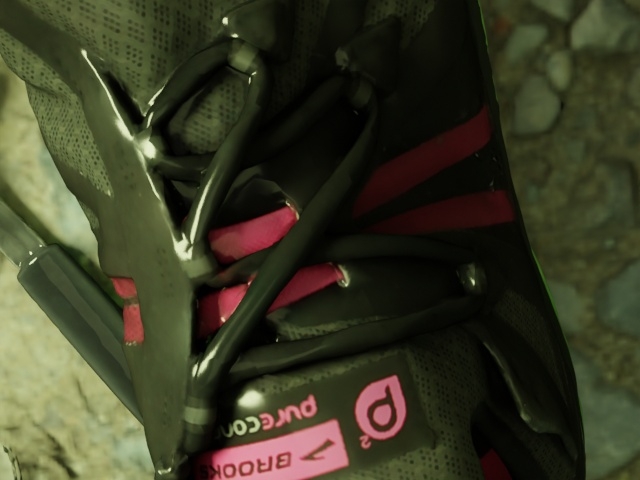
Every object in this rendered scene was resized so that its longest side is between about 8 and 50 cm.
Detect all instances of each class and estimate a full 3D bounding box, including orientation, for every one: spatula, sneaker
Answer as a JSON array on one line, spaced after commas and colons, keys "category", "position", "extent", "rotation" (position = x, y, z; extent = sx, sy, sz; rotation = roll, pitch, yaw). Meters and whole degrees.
[{"category": "spatula", "position": [-0.146, -0.007, 0.720], "extent": [0.084, 0.030, 0.296], "rotation": [-40, 105, 11]}, {"category": "sneaker", "position": [0.000, 0.000, 0.590], "extent": [0.185, 0.202, 0.483], "rotation": [-24, 121, 12]}]
